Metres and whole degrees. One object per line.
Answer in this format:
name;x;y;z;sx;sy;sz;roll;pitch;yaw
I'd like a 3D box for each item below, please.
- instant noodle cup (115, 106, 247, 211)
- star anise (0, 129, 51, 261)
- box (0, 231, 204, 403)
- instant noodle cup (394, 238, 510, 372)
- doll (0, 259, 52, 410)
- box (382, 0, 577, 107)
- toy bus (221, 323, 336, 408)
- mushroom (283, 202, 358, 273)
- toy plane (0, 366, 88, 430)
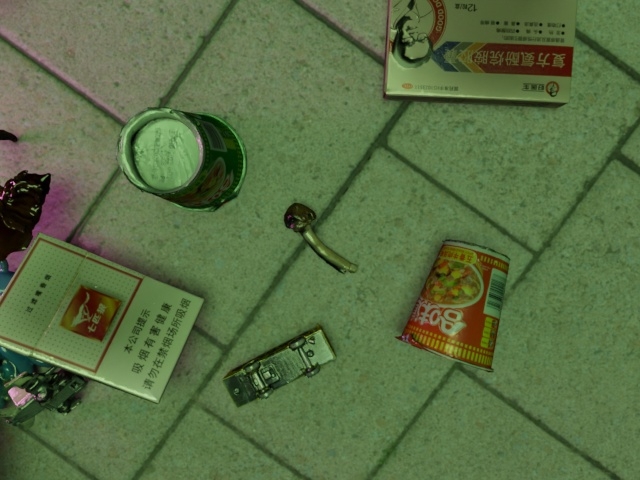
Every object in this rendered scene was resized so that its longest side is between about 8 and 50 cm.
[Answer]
instant noodle cup;-0.251;-0.150;0.963;0.207;0.232;0.207;0;94;1
star anise;-0.598;-0.078;0.987;0.237;0.148;0.346;-34;54;34
box;-0.416;0.150;0.992;0.330;0.095;0.210;24;67;-7
instant noodle cup;0.262;0.115;0.999;0.193;0.193;0.212;18;86;1
doll;-0.667;0.193;1.060;0.346;0.099;0.341;2;93;-2
box;0.303;-0.376;1.020;0.353;0.069;0.214;3;93;3
toy bus;-0.080;0.255;1.058;0.226;0.074;0.081;-29;91;3
mushroom;0.000;0.000;1.059;0.060;0.061;0.187;-39;103;17
toy plane;-0.499;0.272;1.042;0.262;0.192;0.088;-35;57;-11
